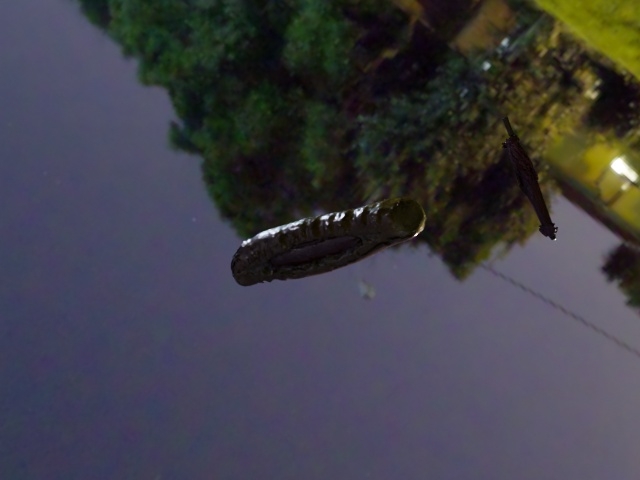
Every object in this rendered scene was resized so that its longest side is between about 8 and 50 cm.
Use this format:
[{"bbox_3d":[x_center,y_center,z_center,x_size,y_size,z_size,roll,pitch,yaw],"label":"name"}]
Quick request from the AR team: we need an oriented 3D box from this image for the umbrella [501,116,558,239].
[{"bbox_3d":[0.259,-0.076,1.170,0.165,0.027,0.025,66,-155,-4],"label":"umbrella"}]

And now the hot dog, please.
[{"bbox_3d":[0.001,-0.001,1.181,0.068,0.289,0.083,58,-142,-20],"label":"hot dog"}]
